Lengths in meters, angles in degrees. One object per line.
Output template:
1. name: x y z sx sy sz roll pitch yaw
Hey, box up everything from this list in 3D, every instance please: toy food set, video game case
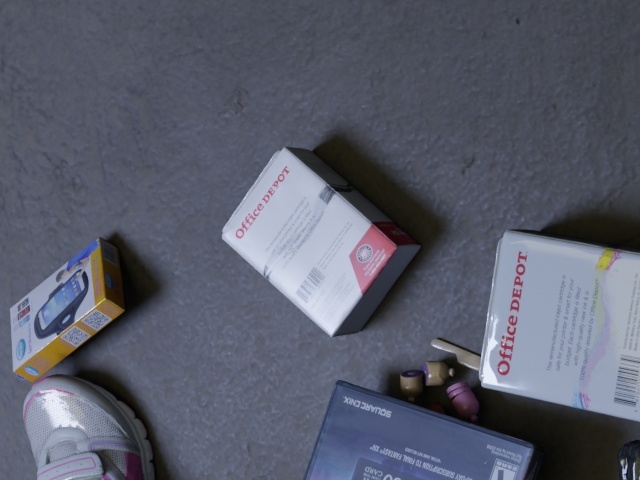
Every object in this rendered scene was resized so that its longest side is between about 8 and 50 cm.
1. toy food set: 0.089 0.142 1.617 0.078 0.019 0.122 22 81 24
2. video game case: 0.050 0.266 1.573 0.196 0.026 0.274 16 84 36

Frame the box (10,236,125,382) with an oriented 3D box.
1. box: -0.233 0.066 1.774 0.136 0.028 0.081 -36 40 21

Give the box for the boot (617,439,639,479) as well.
1. boot: 0.233 0.282 1.508 0.348 0.131 0.260 -9 89 22

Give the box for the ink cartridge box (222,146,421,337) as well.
1. ink cartridge box: 0.000 0.000 1.660 0.135 0.056 0.099 42 108 19

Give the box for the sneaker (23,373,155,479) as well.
1. sneaker: -0.199 0.233 1.735 0.103 0.111 0.252 -32 77 24

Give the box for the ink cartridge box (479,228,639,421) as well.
1. ink cartridge box: 0.223 0.066 1.539 0.175 0.072 0.127 11 96 26
